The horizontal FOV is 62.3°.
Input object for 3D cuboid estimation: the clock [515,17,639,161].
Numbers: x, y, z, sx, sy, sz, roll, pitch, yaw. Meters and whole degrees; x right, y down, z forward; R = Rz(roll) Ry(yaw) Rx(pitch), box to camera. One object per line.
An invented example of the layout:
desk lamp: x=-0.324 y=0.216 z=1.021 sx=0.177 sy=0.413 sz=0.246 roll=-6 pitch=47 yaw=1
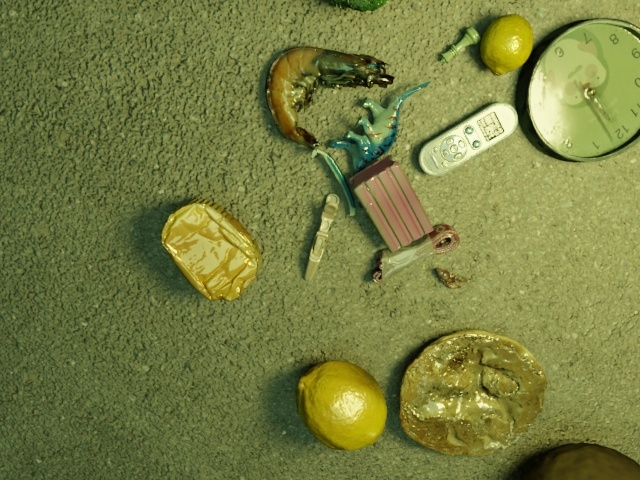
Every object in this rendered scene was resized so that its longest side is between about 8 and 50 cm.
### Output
clock: x=0.607 y=-0.331 z=1.189 sx=0.318 sy=0.066 sz=0.319 roll=0 pitch=105 yaw=-1

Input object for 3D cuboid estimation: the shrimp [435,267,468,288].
shrimp: x=0.322 y=0.097 z=1.314 sx=0.092 sy=0.029 sz=0.038 roll=20 pitch=103 yaw=-9

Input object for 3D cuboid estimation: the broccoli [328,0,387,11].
broccoli: x=0.083 y=-0.597 z=1.042 sx=0.270 sy=0.270 sz=0.270 roll=48 pitch=64 yaw=-11

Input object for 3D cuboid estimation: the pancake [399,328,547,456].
pancake: x=0.385 y=0.398 z=1.364 sx=0.386 sy=0.082 sz=0.387 roll=-1 pitch=105 yaw=-5

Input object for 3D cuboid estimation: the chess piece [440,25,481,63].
chess piece: x=0.307 y=-0.428 z=1.175 sx=0.093 sy=0.042 sz=0.042 roll=-39 pitch=102 yaw=14

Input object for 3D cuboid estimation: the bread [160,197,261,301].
bread: x=-0.251 y=0.021 z=1.235 sx=0.179 sy=0.133 sz=0.250 roll=-44 pitch=102 yaw=9

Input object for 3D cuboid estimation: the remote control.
remote control: x=0.337 y=-0.233 z=1.221 sx=0.244 sy=0.047 sz=0.087 roll=-30 pitch=99 yaw=7

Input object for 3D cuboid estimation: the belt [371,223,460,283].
belt: x=0.224 y=0.030 z=1.284 sx=0.232 sy=0.053 sz=0.071 roll=-28 pitch=111 yaw=6

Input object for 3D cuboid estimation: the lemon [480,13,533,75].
lemon: x=0.400 y=-0.421 z=1.141 sx=0.109 sy=0.109 sz=0.133 roll=14 pitch=98 yaw=-4

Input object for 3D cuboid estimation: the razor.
razor: x=0.039 y=-0.142 z=1.239 sx=0.037 sy=0.068 sz=0.191 roll=-28 pitch=110 yaw=16

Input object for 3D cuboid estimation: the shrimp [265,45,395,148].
shrimp: x=0.015 y=-0.313 z=1.165 sx=0.290 sy=0.054 sz=0.222 roll=4 pitch=94 yaw=11

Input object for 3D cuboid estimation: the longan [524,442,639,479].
longan: x=0.678 y=0.695 z=1.285 sx=0.391 sy=0.391 sz=0.391 roll=0 pitch=104 yaw=0

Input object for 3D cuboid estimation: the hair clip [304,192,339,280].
hair clip: x=0.000 y=0.000 z=1.265 sx=0.034 sy=0.072 sz=0.226 roll=18 pitch=105 yaw=-2

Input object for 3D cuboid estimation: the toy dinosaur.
toy dinosaur: x=0.112 y=-0.238 z=1.203 sx=0.144 sy=0.076 sz=0.329 roll=21 pitch=108 yaw=-17

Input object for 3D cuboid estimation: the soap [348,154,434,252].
soap: x=0.164 y=-0.082 z=1.224 sx=0.122 sy=0.065 sz=0.203 roll=-29 pitch=117 yaw=7

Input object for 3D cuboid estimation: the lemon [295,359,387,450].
lemon: x=0.053 y=0.404 z=1.303 sx=0.260 sy=0.204 sz=0.204 roll=37 pitch=101 yaw=-12
